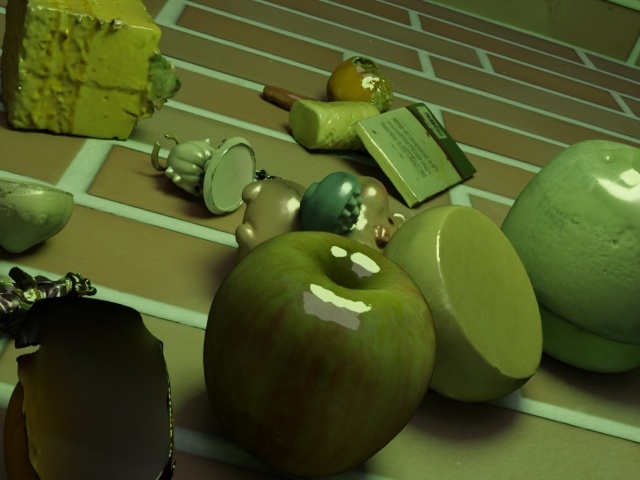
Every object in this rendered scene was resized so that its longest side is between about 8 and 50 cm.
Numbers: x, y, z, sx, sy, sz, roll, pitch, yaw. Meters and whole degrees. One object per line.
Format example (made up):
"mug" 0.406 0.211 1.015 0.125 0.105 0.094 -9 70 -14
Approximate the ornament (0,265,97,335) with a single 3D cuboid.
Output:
"ornament" -0.358 0.069 1.020 0.081 0.088 0.203 7 8 28

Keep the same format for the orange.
"orange" 0.089 -0.332 1.911 0.157 0.134 0.156 5 40 -4

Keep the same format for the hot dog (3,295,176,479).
"hot dog" -0.232 0.206 0.825 0.194 0.107 0.326 7 39 -3

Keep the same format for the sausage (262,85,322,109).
"sausage" -0.040 -0.290 1.850 0.177 0.040 0.047 20 30 3

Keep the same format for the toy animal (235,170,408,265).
"toy animal" -0.006 0.011 1.223 0.221 0.229 0.209 -11 51 28

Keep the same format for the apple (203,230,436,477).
"apple" -0.004 0.126 0.962 0.257 0.233 0.256 14 27 -7

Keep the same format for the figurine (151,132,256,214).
"figurine" -0.199 -0.124 1.401 0.154 0.132 0.132 21 27 26

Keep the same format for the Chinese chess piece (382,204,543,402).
"Chinese chess piece" 0.192 0.083 1.164 0.273 0.102 0.273 30 47 -38

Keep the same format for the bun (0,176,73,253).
"bun" -0.397 -0.030 1.142 0.138 0.094 0.138 8 -2 0

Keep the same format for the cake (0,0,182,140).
"cake" -0.388 -0.318 1.498 0.286 0.222 0.227 4 34 -28

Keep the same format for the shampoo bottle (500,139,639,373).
"shampoo bottle" 0.439 0.015 1.333 0.323 0.317 0.322 13 28 -7

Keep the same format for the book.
"book" 0.195 -0.181 1.741 0.201 0.026 0.289 55 36 8

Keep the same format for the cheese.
"cheese" 0.033 -0.234 1.742 0.167 0.093 0.123 -2 37 -34

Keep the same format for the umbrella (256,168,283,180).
"umbrella" -0.078 -0.106 1.537 0.149 0.022 0.022 26 23 -9
